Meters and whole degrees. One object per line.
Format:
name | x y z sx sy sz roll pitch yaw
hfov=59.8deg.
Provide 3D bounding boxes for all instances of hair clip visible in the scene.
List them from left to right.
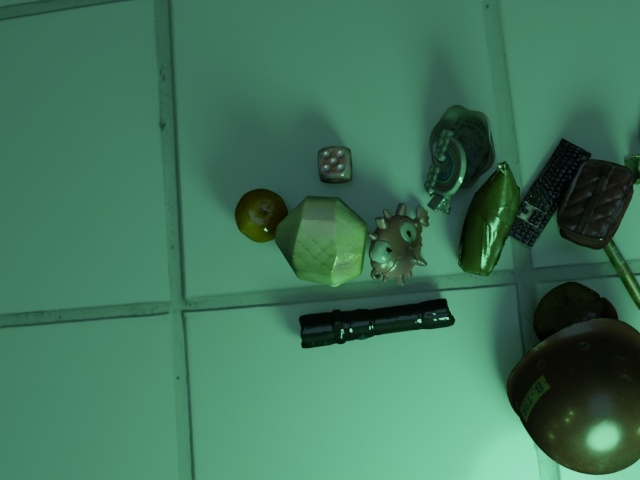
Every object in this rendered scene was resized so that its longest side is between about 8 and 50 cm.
hair clip | 0.347 -0.179 1.515 0.054 0.140 0.220 1 117 -25

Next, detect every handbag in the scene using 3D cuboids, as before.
handbag | 0.716 -0.094 1.453 0.146 0.135 0.225 27 89 32

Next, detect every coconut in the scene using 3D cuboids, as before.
coconut | 0.000 0.000 1.489 0.259 0.259 0.260 -1 84 7

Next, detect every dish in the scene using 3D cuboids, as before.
dish | 0.404 -0.256 1.524 0.081 0.229 0.230 -9 81 -34

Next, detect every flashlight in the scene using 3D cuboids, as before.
flashlight | 0.151 0.227 1.527 0.423 0.103 0.103 -8 83 5

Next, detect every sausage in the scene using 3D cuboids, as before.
sausage | 0.804 0.072 1.489 0.032 0.033 0.269 -27 81 4

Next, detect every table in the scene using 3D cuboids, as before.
table | 0.874 -0.193 1.493 0.083 0.062 0.079 -6 83 7

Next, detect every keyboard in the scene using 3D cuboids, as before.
keyboard | 0.628 -0.130 1.536 0.106 0.027 0.317 32 88 10

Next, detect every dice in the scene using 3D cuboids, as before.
dice | 0.042 -0.214 1.586 0.094 0.093 0.091 0 84 7

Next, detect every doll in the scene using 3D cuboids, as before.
doll | 0.214 0.007 1.517 0.262 0.093 0.211 -41 113 -26

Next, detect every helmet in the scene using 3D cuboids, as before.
helmet | 0.636 0.401 1.296 0.337 0.230 0.385 16 122 -3

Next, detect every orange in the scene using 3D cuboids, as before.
orange | -0.169 -0.069 1.586 0.154 0.134 0.155 3 79 -16

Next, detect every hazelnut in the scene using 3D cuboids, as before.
hazelnut | 0.660 0.214 1.429 0.208 0.208 0.208 -1 84 7

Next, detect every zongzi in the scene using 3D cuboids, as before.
zongzi | 0.425 -0.043 1.418 0.122 0.289 0.260 20 88 17
